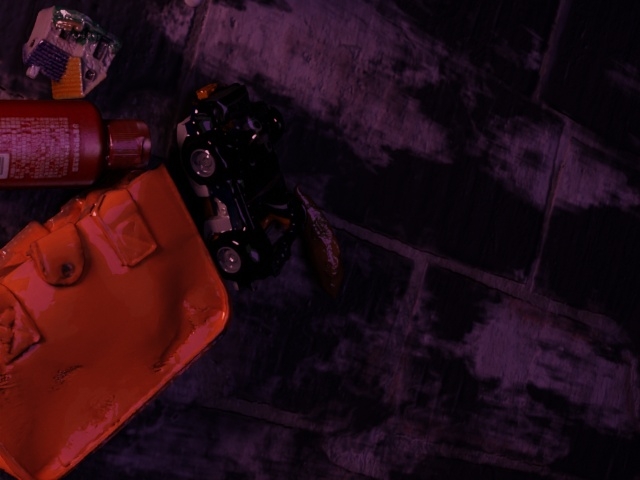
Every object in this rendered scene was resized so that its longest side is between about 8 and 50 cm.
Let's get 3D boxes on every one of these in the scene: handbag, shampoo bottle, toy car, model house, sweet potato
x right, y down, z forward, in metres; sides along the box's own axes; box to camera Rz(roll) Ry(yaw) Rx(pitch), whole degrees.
[{"bbox_3d":[-0.326,0.109,1.712,0.410,0.116,0.303,-41,123,-29],"label":"handbag"},{"bbox_3d":[-0.375,-0.123,1.619,0.314,0.076,0.118,-4,98,-31],"label":"shampoo bottle"},{"bbox_3d":[-0.119,-0.086,1.856,0.193,0.118,0.301,-41,120,-51],"label":"toy car"},{"bbox_3d":[-0.334,-0.243,1.657,0.100,0.087,0.100,31,76,-37],"label":"model house"},{"bbox_3d":[0.000,0.000,2.012,0.060,0.068,0.206,-37,112,-37],"label":"sweet potato"}]

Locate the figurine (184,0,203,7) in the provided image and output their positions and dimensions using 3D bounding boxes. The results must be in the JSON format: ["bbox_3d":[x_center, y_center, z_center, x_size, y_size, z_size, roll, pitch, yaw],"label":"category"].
[{"bbox_3d":[-0.114,-0.506,1.760,0.281,0.167,0.370,20,72,-8],"label":"figurine"}]
